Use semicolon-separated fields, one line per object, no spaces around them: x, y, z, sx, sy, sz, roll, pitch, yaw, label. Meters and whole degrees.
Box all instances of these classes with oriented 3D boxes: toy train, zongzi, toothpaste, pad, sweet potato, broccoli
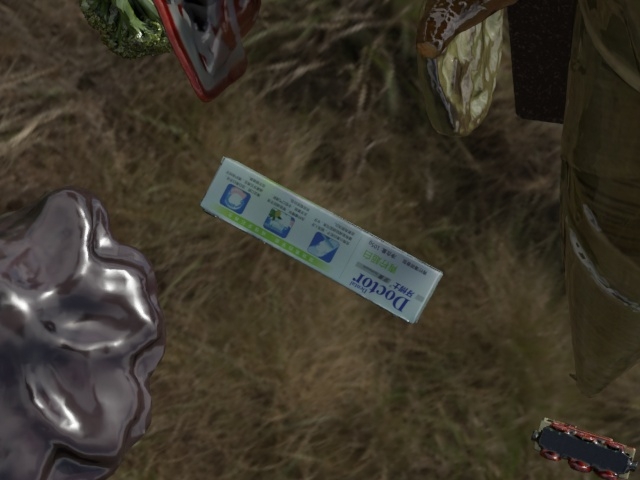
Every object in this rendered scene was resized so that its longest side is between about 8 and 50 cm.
0.346;0.273;1.588;0.138;0.087;0.050;16;93;17;toy train
0.285;-0.202;0.822;0.218;0.467;0.500;26;50;9;zongzi
0.000;0.000;1.650;0.336;0.067;0.081;29;93;10;toothpaste
0.361;-0.208;1.344;0.004;0.330;0.220;-48;140;-41;pad
0.178;-0.241;0.963;0.314;0.072;0.066;-39;54;-17;sweet potato
-0.179;-0.247;1.231;0.131;0.130;0.120;56;11;20;broccoli

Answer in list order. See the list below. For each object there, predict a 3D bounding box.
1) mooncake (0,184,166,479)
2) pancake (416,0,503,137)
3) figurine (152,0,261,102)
-0.347;0.113;1.265;0.381;0.212;0.351;-24;91;-31;mooncake
0.204;-0.282;1.743;0.294;0.049;0.295;-24;117;-61;pancake
0.010;-0.210;0.783;0.183;0.226;0.160;-71;141;-72;figurine
